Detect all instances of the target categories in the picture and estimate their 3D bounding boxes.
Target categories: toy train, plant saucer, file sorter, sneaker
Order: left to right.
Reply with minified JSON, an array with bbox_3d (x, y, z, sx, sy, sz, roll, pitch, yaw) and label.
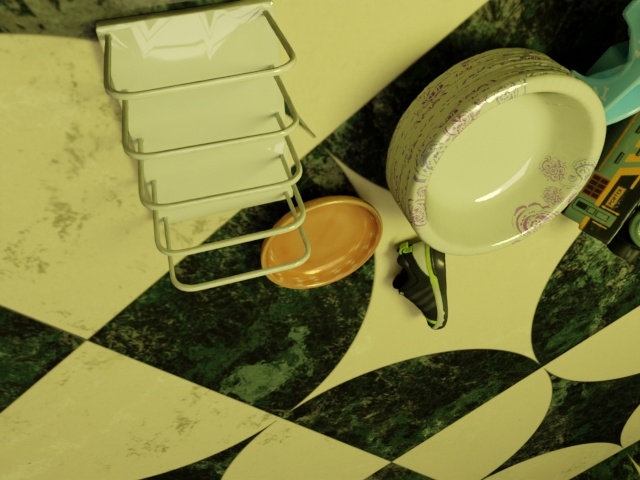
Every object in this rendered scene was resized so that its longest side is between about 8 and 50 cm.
[{"bbox_3d":[-0.119,-0.099,0.628,0.193,0.173,0.277,-13,134,-10],"label":"file sorter"},{"bbox_3d":[0.000,0.000,0.846,0.200,0.037,0.200,-15,141,-12],"label":"plant saucer"},{"bbox_3d":[0.182,0.078,0.995,0.097,0.084,0.234,-3,135,13],"label":"sneaker"},{"bbox_3d":[0.528,-0.128,0.854,0.142,0.190,0.333,-34,151,-55],"label":"toy train"}]

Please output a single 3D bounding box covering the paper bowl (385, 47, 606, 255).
[{"bbox_3d":[0.228,-0.127,0.758,0.284,0.148,0.284,-11,133,-12],"label":"paper bowl"}]

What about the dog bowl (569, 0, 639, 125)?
[{"bbox_3d":[0.433,-0.245,0.687,0.166,0.074,0.297,-21,166,-12],"label":"dog bowl"}]
